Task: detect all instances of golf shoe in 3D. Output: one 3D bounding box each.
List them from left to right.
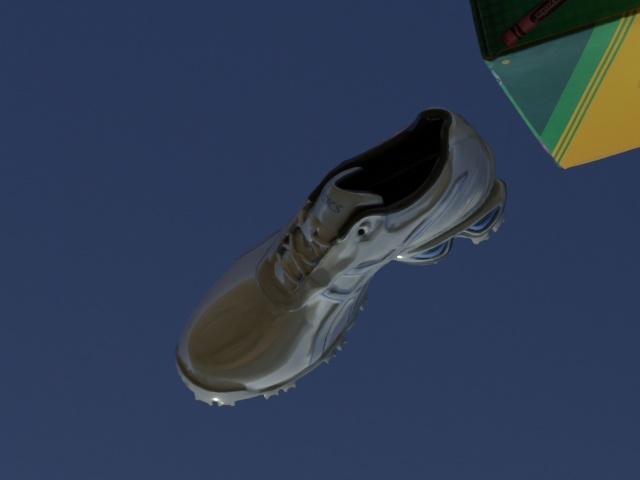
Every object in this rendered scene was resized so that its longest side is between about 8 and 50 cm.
[{"bbox_3d":[0.000,0.000,0.884,0.176,0.086,0.069,-39,-119,-6],"label":"golf shoe"}]

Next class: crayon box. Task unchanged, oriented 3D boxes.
[{"bbox_3d":[0.234,-0.140,1.079,0.278,0.165,0.081,-17,-114,15],"label":"crayon box"}]
